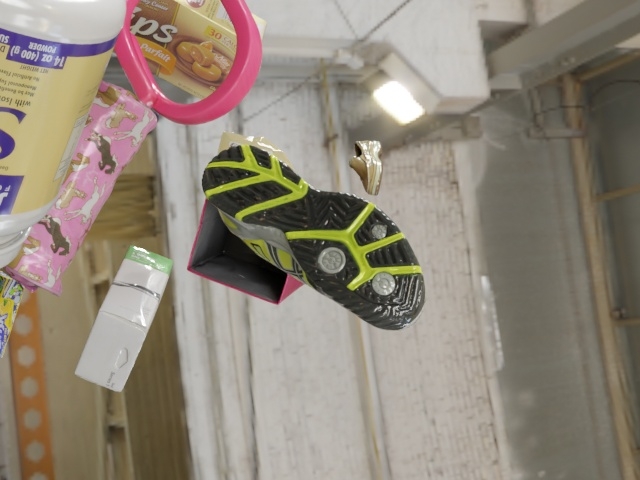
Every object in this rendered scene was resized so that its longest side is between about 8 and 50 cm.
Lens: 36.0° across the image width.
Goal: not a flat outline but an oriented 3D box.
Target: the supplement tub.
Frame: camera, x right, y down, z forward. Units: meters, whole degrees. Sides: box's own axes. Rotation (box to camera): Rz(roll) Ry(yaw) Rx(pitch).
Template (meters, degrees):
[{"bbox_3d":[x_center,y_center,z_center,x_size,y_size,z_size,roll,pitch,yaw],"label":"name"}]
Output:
[{"bbox_3d":[-0.366,-0.154,1.035,0.331,0.241,0.241,-62,-141,26],"label":"supplement tub"}]

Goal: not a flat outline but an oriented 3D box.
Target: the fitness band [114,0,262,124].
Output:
[{"bbox_3d":[-0.203,-0.306,1.483,0.291,0.209,0.054,63,10,25],"label":"fitness band"}]

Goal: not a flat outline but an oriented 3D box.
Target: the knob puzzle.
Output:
[{"bbox_3d":[-0.151,-0.160,2.309,0.030,0.213,0.213,115,-38,-56],"label":"knob puzzle"}]

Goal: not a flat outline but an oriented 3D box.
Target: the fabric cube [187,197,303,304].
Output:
[{"bbox_3d":[-0.145,-0.021,2.469,0.258,0.254,0.259,-30,138,-72],"label":"fabric cube"}]

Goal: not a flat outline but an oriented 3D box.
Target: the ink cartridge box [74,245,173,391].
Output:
[{"bbox_3d":[-0.348,0.137,1.763,0.219,0.092,0.160,-81,-165,-60],"label":"ink cartridge box"}]

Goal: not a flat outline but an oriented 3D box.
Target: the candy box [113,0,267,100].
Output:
[{"bbox_3d":[-0.280,-0.395,1.806,0.183,0.316,0.087,-46,-157,44],"label":"candy box"}]

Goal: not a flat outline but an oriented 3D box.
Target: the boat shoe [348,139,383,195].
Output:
[{"bbox_3d":[0.097,-0.162,2.187,0.190,0.072,0.068,-90,-167,-58],"label":"boat shoe"}]

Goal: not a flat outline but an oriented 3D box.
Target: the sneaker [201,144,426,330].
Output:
[{"bbox_3d":[0.000,0.000,1.433,0.384,0.145,0.147,38,-14,23],"label":"sneaker"}]

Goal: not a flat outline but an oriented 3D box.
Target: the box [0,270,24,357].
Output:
[{"bbox_3d":[-0.646,0.148,1.962,0.054,0.059,0.169,19,-87,28],"label":"box"}]

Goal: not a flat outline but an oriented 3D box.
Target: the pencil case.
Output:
[{"bbox_3d":[-0.435,-0.094,1.720,0.160,0.167,0.386,20,-101,37],"label":"pencil case"}]
